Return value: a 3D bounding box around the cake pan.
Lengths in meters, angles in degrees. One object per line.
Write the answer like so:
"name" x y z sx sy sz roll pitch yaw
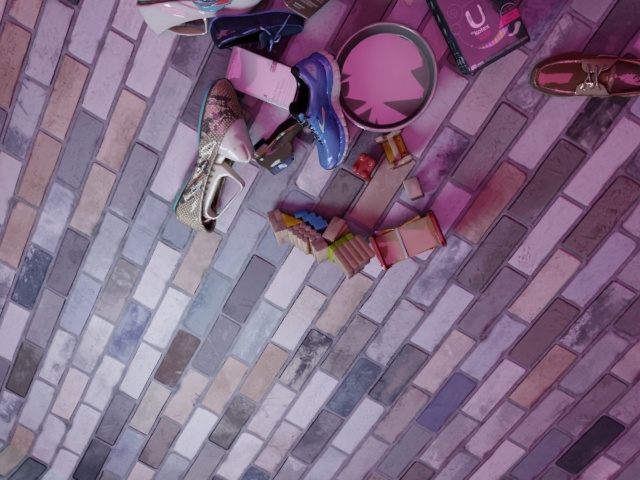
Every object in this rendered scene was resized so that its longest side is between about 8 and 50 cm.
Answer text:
"cake pan" 0.177 -0.450 1.352 0.293 0.054 0.293 2 100 10

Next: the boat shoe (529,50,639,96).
"boat shoe" 0.726 -0.434 1.271 0.325 0.116 0.123 1 108 7

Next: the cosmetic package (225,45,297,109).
"cosmetic package" -0.149 -0.462 1.395 0.231 0.085 0.117 20 109 -1

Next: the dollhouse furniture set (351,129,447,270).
"dollhouse furniture set" 0.218 -0.117 1.452 0.201 0.152 0.374 -22 87 14

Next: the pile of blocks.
"pile of blocks" 0.000 0.000 1.525 0.362 0.112 0.149 28 66 17

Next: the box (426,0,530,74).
"box" 0.392 -0.588 1.249 0.165 0.143 0.270 -29 102 14

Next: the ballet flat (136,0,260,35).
"ballet flat" -0.308 -0.645 1.344 0.401 0.139 0.139 -2 108 12

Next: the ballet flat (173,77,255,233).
"ballet flat" -0.293 -0.222 1.434 0.182 0.164 0.482 32 120 9

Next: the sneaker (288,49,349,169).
"sneaker" -0.018 -0.345 1.348 0.147 0.130 0.329 -26 125 -21

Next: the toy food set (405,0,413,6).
"toy food set" 0.172 -0.725 1.270 0.218 0.071 0.128 28 110 -3

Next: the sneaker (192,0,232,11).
"sneaker" -0.215 -0.650 1.172 0.262 0.125 0.104 -29 91 16

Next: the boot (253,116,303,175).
"boot" -0.099 -0.291 1.464 0.219 0.082 0.106 -32 122 14

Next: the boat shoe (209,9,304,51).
"boat shoe" -0.169 -0.561 1.329 0.259 0.109 0.088 -12 83 -8

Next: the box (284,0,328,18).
"box" 0.041 -0.756 1.190 0.381 0.143 0.191 -32 86 24
